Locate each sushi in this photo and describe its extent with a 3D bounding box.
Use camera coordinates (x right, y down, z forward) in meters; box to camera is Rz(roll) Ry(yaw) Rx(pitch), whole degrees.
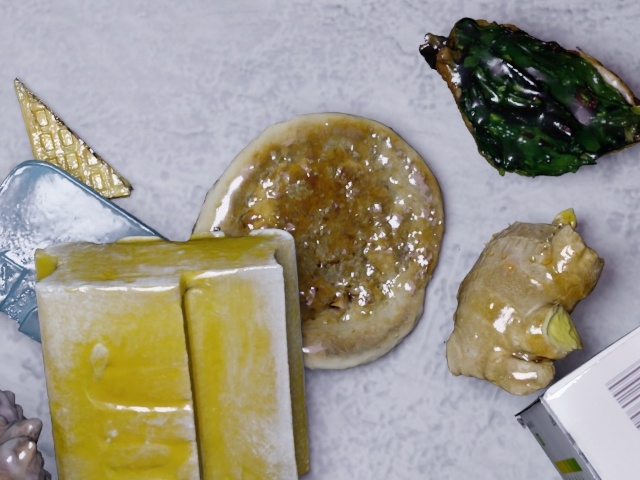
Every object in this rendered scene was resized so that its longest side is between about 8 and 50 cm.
[{"bbox_3d":[0.230,-0.130,1.764,0.287,0.140,0.149,25,78,4],"label":"sushi"}]

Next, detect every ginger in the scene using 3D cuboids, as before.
[{"bbox_3d":[0.206,0.053,1.746,0.102,0.157,0.216,39,70,-31],"label":"ginger"}]

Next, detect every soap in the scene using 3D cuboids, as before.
[{"bbox_3d":[-0.142,0.137,1.690,0.259,0.143,0.281,-6,113,-1],"label":"soap"}]

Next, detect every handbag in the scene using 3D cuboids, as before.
[{"bbox_3d":[-0.253,0.038,1.775,0.229,0.062,0.179,35,88,-5],"label":"handbag"}]

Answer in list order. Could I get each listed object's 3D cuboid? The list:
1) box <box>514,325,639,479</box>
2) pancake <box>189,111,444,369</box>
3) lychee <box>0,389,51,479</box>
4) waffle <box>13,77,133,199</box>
[{"bbox_3d":[0.299,0.188,1.641,0.145,0.333,0.173,-34,82,-3],"label":"box"},{"bbox_3d":[0.000,0.000,1.772,0.283,0.049,0.282,0,91,-17],"label":"pancake"},{"bbox_3d":[-0.418,0.289,1.603,0.432,0.380,0.380,-35,85,20],"label":"lychee"},{"bbox_3d":[-0.263,-0.109,1.824,0.098,0.023,0.152,-15,85,-2],"label":"waffle"}]
